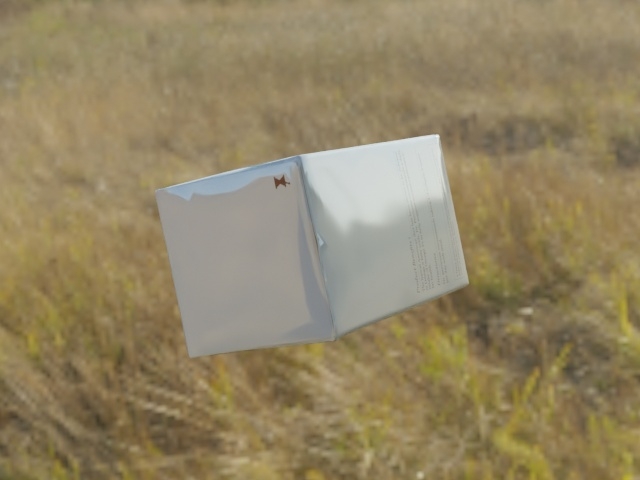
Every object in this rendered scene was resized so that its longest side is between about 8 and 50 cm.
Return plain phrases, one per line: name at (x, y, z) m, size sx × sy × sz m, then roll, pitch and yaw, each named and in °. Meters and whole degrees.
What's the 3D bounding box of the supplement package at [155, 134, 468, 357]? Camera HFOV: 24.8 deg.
supplement package at (0.000, 0.000, 0.890) m, size 0.105 × 0.105 × 0.179 m, roll -10°, pitch 2°, yaw 31°
